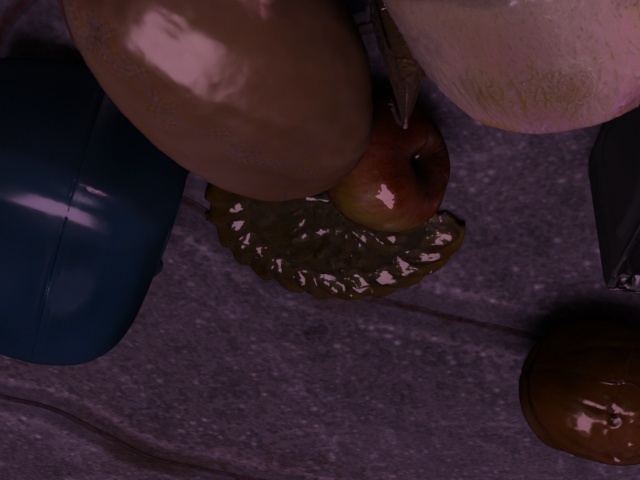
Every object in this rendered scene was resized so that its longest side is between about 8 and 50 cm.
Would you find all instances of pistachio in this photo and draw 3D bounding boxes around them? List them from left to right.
[{"bbox_3d":[-0.067,-0.141,0.789,0.293,0.162,0.181,34,95,-35],"label":"pistachio"}]

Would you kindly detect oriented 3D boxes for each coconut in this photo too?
[{"bbox_3d":[0.163,-0.187,0.709,0.227,0.227,0.230,-17,140,24],"label":"coconut"}]

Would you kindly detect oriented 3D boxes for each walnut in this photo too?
[{"bbox_3d":[0.324,0.170,1.165,0.207,0.167,0.167,13,139,-13],"label":"walnut"}]

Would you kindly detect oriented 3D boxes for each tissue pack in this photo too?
[{"bbox_3d":[-0.236,-0.015,0.968,0.206,0.198,0.287,16,137,-10],"label":"tissue pack"}]

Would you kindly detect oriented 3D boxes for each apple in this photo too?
[{"bbox_3d":[0.055,-0.068,0.932,0.102,0.126,0.126,-4,143,39],"label":"apple"}]

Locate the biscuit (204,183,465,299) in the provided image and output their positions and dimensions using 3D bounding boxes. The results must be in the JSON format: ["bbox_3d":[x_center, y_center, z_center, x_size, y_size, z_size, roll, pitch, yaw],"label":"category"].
[{"bbox_3d":[0.000,0.000,1.088,0.273,0.036,0.187,17,139,-13],"label":"biscuit"}]

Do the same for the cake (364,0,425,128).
[{"bbox_3d":[0.073,-0.148,0.811,0.065,0.121,0.052,-5,147,-3],"label":"cake"}]

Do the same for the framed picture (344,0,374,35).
[{"bbox_3d":[-0.010,-0.258,0.797,0.189,0.023,0.260,-13,138,18],"label":"framed picture"}]

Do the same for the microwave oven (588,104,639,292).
[{"bbox_3d":[0.404,-0.057,0.867,0.295,0.181,0.237,7,141,-2],"label":"microwave oven"}]
